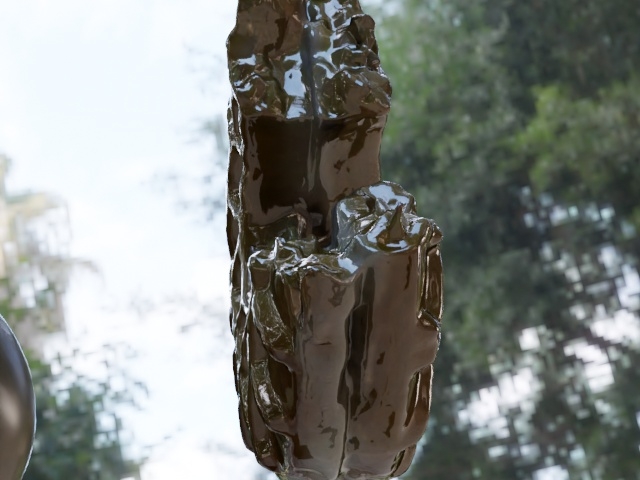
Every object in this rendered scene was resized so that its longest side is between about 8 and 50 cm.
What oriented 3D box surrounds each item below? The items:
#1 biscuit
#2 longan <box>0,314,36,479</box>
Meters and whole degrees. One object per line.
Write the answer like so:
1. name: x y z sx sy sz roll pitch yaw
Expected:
1. biscuit: -0.002 0.009 1.114 0.115 0.366 0.268 0 -54 -6
2. longan: -0.392 0.153 1.493 0.297 0.297 0.297 -10 -22 -4
